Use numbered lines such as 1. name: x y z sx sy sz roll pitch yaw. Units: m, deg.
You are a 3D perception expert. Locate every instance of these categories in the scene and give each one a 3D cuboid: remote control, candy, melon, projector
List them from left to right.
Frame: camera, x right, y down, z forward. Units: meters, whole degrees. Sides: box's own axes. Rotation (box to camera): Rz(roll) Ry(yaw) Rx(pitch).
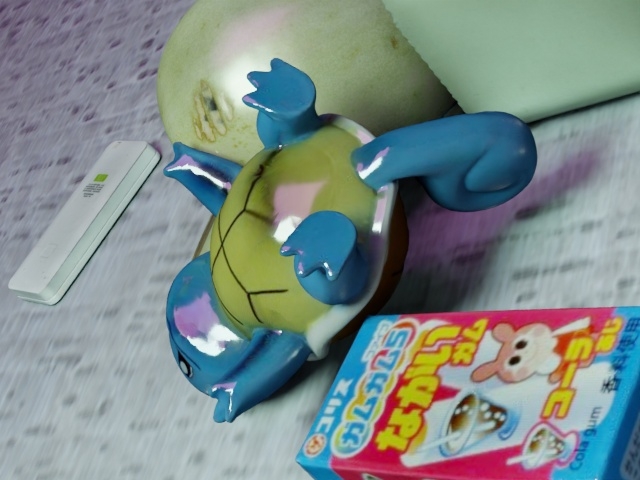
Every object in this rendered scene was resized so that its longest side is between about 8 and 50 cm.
1. remote control: -0.305 -0.027 1.879 0.103 0.034 0.250 4 56 50
2. melon: -0.003 -0.172 1.483 0.330 0.268 0.268 -26 34 3
3. candy: 0.138 0.139 1.133 0.306 0.100 0.157 -5 49 47
4. projector: 0.230 -0.275 1.368 0.249 0.248 0.248 -14 42 38

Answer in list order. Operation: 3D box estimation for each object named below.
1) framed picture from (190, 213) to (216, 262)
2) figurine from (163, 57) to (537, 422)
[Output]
1. framed picture: -0.054 -0.012 1.604 0.231 0.010 0.173 -12 44 40
2. figurine: -0.019 -0.010 1.305 0.416 0.243 0.297 -37 60 27
